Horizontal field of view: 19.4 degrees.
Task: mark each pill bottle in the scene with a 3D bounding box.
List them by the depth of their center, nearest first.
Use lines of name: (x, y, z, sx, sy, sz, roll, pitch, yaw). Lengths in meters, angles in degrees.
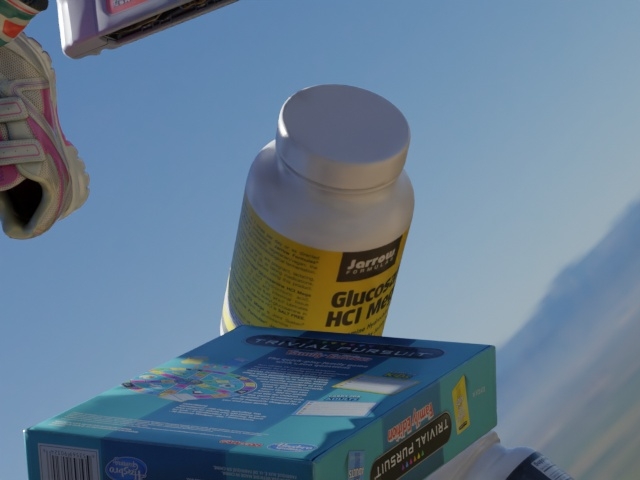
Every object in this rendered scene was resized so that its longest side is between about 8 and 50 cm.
pill bottle: (0.000, 0.000, 2.089, 0.188, 0.188, 0.334, -39, -29, -42)
pill bottle: (0.259, 0.351, 2.275, 0.162, 0.278, 0.162, -47, -19, -22)

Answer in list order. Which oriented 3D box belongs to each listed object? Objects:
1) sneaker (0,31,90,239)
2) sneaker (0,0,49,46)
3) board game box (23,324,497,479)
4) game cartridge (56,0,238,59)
sneaker: (-0.312, -0.107, 1.891, 0.103, 0.252, 0.111, -13, 30, 18)
sneaker: (-0.289, -0.199, 1.415, 0.075, 0.161, 0.057, -44, 28, 30)
board game box: (-0.037, 0.153, 1.526, 0.336, 0.254, 0.079, -23, -67, -60)
game cartridge: (-0.163, -0.324, 1.963, 0.294, 0.196, 0.060, -17, -21, 30)
